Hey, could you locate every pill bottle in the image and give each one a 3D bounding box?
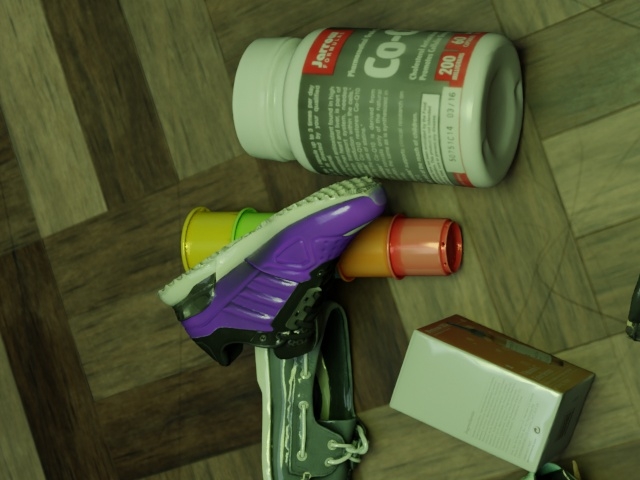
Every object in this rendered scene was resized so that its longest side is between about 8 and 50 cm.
[{"bbox_3d":[0.059,-0.146,1.428,0.283,0.161,0.161,6,97,25],"label":"pill bottle"}]

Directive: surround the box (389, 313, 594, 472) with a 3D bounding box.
[{"bbox_3d":[0.182,0.157,1.412,0.170,0.130,0.091,23,105,22],"label":"box"}]

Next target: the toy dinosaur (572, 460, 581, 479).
[{"bbox_3d":[0.328,0.335,1.407,0.211,0.064,0.112,31,89,11],"label":"toy dinosaur"}]

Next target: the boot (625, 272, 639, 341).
[{"bbox_3d":[0.435,0.125,1.284,0.284,0.138,0.377,20,99,22],"label":"boot"}]

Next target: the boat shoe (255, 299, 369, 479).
[{"bbox_3d":[0.000,0.220,1.515,0.099,0.116,0.319,-11,85,30],"label":"boat shoe"}]

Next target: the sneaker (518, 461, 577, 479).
[{"bbox_3d":[0.257,0.351,1.358,0.256,0.094,0.151,60,146,28],"label":"sneaker"}]

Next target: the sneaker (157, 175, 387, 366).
[{"bbox_3d":[-0.027,0.045,1.436,0.293,0.102,0.146,-30,90,29],"label":"sneaker"}]

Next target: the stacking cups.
[{"bbox_3d":[0.000,0.000,1.510,0.316,0.096,0.096,-3,93,24],"label":"stacking cups"}]
